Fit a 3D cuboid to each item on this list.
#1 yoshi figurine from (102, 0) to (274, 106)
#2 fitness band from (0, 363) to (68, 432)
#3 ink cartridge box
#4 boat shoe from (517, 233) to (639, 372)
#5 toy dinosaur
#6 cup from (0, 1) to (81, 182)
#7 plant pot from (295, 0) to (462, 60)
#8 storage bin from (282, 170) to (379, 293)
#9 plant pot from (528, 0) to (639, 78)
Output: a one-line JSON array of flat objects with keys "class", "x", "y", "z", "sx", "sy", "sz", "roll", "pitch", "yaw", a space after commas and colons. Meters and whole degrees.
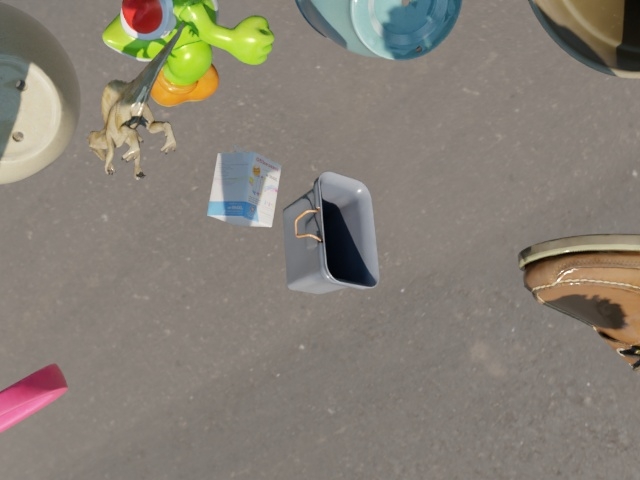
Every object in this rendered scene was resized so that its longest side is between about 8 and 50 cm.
[{"class": "yoshi figurine", "x": -0.143, "y": -0.330, "z": 0.849, "sx": 0.204, "sy": 0.202, "sz": 0.362, "roll": 14, "pitch": 158, "yaw": -15}, {"class": "fitness band", "x": -0.489, "y": 0.252, "z": 0.935, "sx": 0.291, "sy": 0.209, "sz": 0.054, "roll": -30, "pitch": 84, "yaw": 9}, {"class": "ink cartridge box", "x": -0.142, "y": -0.105, "z": 1.291, "sx": 0.090, "sy": 0.092, "sz": 0.143, "roll": 3, "pitch": 81, "yaw": 33}, {"class": "boat shoe", "x": 0.320, "y": 0.071, "z": 0.629, "sx": 0.111, "sy": 0.307, "sz": 0.104, "roll": 145, "pitch": 133, "yaw": -62}, {"class": "toy dinosaur", "x": -0.181, "y": -0.121, "z": 0.656, "sx": 0.183, "sy": 0.053, "sz": 0.092, "roll": -41, "pitch": 71, "yaw": 34}, {"class": "cup", "x": -0.548, "y": -0.235, "z": 1.139, "sx": 0.237, "sy": 0.331, "sz": 0.331, "roll": 27, "pitch": 121, "yaw": 54}, {"class": "plant pot", "x": 0.104, "y": -0.426, "z": 1.140, "sx": 0.272, "sy": 0.255, "sz": 0.271, "roll": -7, "pitch": 124, "yaw": -10}, {"class": "storage bin", "x": 0.000, "y": 0.000, "z": 0.803, "sx": 0.091, "sy": 0.098, "sz": 0.135, "roll": -26, "pitch": 61, "yaw": 43}, {"class": "plant pot", "x": 0.490, "y": -0.431, "z": 0.942, "sx": 0.323, "sy": 0.280, "sz": 0.323, "roll": 43, "pitch": 155, "yaw": 25}]
